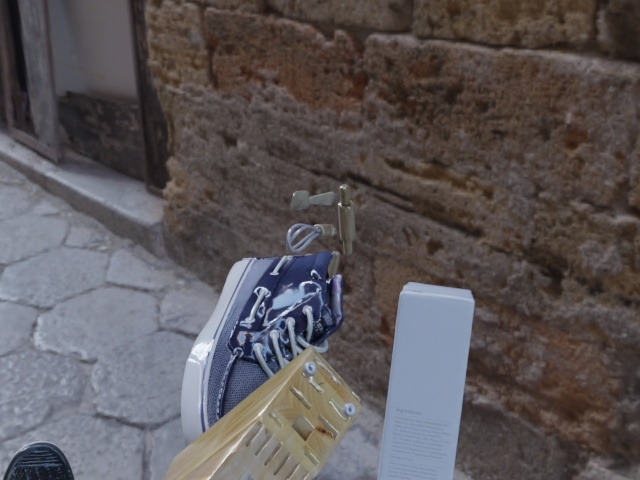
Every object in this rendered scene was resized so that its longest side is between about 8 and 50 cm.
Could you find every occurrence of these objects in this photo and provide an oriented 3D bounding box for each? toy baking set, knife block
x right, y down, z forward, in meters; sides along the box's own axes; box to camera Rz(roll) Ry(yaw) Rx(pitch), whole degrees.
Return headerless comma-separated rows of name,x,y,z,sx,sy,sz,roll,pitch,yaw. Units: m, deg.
toy baking set,0.004,-0.003,1.261,0.030,0.256,0.197,21,44,26
knife block,-0.109,0.256,0.786,0.276,0.088,0.242,-48,11,-37

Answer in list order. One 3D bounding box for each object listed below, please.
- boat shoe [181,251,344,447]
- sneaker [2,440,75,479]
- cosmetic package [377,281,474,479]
boat shoe,-0.063,0.137,0.951,0.158,0.127,0.341,-11,40,19
sneaker,-0.395,0.416,1.034,0.123,0.296,0.178,-3,3,-23
cosmetic package,0.237,0.334,1.617,0.161,0.454,0.230,7,3,10
